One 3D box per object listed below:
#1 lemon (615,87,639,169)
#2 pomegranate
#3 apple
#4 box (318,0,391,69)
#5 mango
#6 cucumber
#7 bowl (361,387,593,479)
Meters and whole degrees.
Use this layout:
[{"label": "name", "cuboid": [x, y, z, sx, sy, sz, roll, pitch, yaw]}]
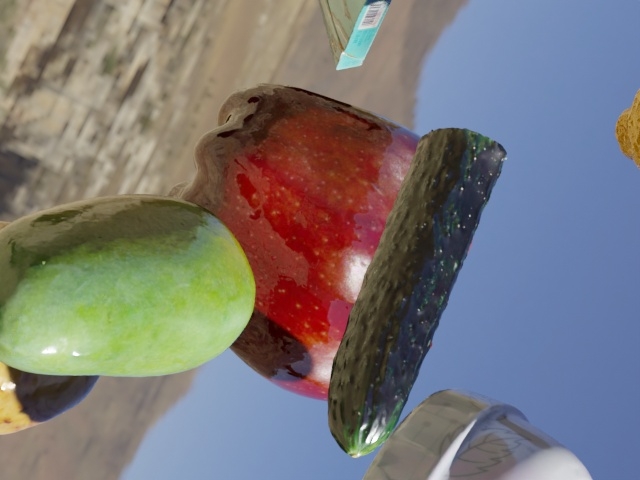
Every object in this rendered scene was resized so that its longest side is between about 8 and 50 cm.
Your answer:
[{"label": "lemon", "cuboid": [0.371, -0.108, 1.534, 0.187, 0.142, 0.142, 1, -125, 32]}, {"label": "pomegranate", "cuboid": [-0.334, 0.087, 1.629, 0.248, 0.248, 0.248, -62, -172, 15]}, {"label": "apple", "cuboid": [0.000, 0.000, 1.599, 0.288, 0.317, 0.288, -55, -176, 5]}, {"label": "box", "cuboid": [0.032, -0.315, 1.887, 0.229, 0.041, 0.162, 122, -44, -74]}, {"label": "mango", "cuboid": [-0.151, 0.037, 1.125, 0.251, 0.156, 0.114, -16, 142, -49]}, {"label": "cucumber", "cuboid": [0.051, 0.031, 0.921, 0.058, 0.052, 0.214, -14, -135, 49]}, {"label": "bowl", "cuboid": [0.124, 0.261, 1.158, 0.287, 0.144, 0.287, -38, 135, -50]}]
